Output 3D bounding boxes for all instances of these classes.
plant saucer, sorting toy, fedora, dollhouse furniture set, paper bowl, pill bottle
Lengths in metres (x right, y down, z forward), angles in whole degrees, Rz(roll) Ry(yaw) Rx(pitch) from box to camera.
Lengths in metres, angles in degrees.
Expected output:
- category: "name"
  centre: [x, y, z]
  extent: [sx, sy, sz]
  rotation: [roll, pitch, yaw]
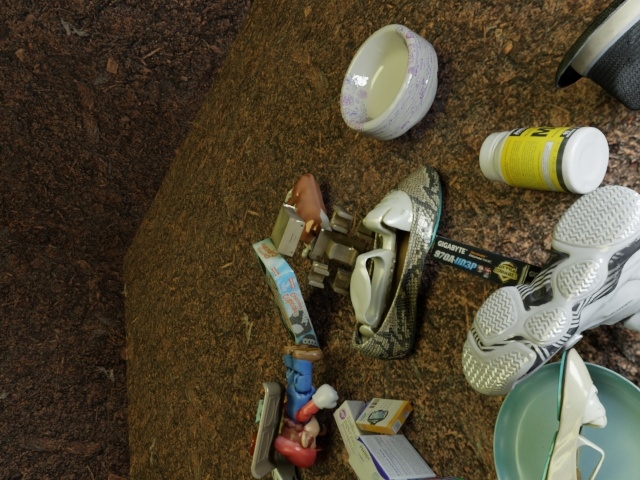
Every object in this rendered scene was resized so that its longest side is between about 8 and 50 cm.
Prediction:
- category: "plant saucer"
  centre: [0.428, 0.361, 0.868]
  extent: [0.317, 0.043, 0.318]
  rotation: [-27, 56, 49]
- category: "sorting toy"
  centre: [-0.135, 0.505, 1.455]
  extent: [0.307, 0.041, 0.229]
  rotation: [60, -146, -73]
- category: "fedora"
  centre: [0.539, -0.318, 0.813]
  extent: [0.152, 0.334, 0.334]
  rotation: [54, 128, 13]
- category: "dollhouse furniture set"
  centre: [0.000, 0.000, 1.465]
  extent: [0.161, 0.242, 0.212]
  rotation: [-125, 55, -70]
- category: "paper bowl"
  centre: [0.192, -0.404, 1.400]
  extent: [0.284, 0.148, 0.284]
  rotation: [-27, 56, 49]
- category: "pill bottle"
  centre: [0.415, -0.155, 1.008]
  extent: [0.208, 0.119, 0.119]
  rotation: [17, 93, 56]

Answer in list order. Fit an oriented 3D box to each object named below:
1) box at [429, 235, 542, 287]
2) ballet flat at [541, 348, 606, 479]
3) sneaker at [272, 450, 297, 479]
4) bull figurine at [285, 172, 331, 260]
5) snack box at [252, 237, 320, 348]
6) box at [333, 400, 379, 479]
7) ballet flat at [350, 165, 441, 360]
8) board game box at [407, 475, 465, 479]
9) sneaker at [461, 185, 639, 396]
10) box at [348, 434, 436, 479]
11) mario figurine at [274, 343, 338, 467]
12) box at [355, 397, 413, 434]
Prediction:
- category: "box"
  centre: [0.340, 0.054, 0.988]
  extent: [0.220, 0.175, 0.051]
  rotation: [24, 98, 57]
- category: "ballet flat"
  centre: [0.404, 0.299, 0.832]
  extent: [0.086, 0.086, 0.248]
  rotation: [8, 86, 56]
- category: "sneaker"
  centre: [-0.120, 0.690, 1.514]
  extent: [0.121, 0.079, 0.217]
  rotation: [-57, 38, 27]
- category: "bull figurine"
  centre: [-0.038, -0.055, 1.650]
  extent: [0.188, 0.101, 0.310]
  rotation: [-41, 47, 43]
- category: "snack box"
  centre: [-0.095, 0.169, 1.516]
  extent: [0.187, 0.060, 0.322]
  rotation: [48, 159, 52]
- category: "box"
  centre: [0.122, 0.526, 1.235]
  extent: [0.063, 0.067, 0.324]
  rotation: [-56, 39, 27]
- category: "ballet flat"
  centre: [0.165, 0.039, 1.246]
  extent: [0.164, 0.182, 0.483]
  rotation: [5, 82, 57]
- category: "board game box"
  centre: [0.220, 0.562, 1.014]
  extent: [0.035, 0.136, 0.201]
  rotation: [-14, 66, 52]
- category: "sneaker"
  centre: [0.392, 0.112, 0.814]
  extent: [0.366, 0.210, 0.137]
  rotation: [-54, 30, 9]
- category: "box"
  centre: [0.151, 0.488, 1.139]
  extent: [0.126, 0.137, 0.072]
  rotation: [43, 114, 53]
- category: "mario figurine"
  centre: [-0.030, 0.446, 1.434]
  extent: [0.198, 0.170, 0.321]
  rotation: [13, -101, -82]
- category: "box"
  centre: [0.143, 0.408, 1.240]
  extent: [0.081, 0.028, 0.136]
  rotation: [-43, 14, -34]
